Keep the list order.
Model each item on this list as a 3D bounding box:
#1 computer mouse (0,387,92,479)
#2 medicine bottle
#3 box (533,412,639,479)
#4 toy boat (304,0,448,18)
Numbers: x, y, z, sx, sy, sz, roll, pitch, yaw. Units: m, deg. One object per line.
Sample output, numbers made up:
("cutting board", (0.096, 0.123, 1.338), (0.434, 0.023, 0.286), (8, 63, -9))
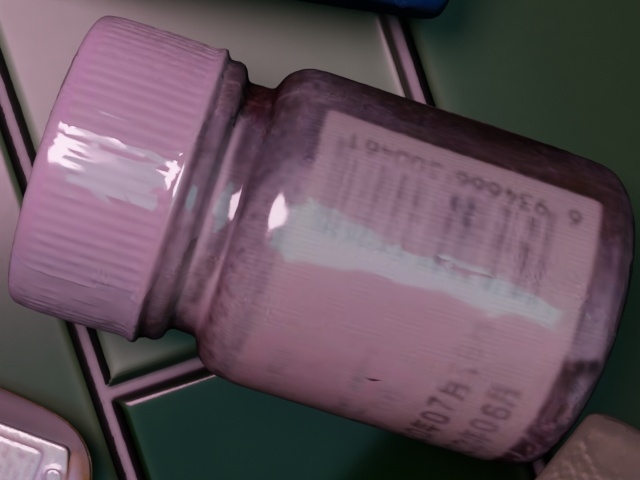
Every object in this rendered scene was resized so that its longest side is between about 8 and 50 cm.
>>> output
("computer mouse", (-0.219, 0.114, 0.622), (0.199, 0.045, 0.102), (19, 85, -1))
("medicine bottle", (0.000, 0.000, 0.588), (0.273, 0.165, 0.165), (18, 88, -4))
("box", (0.144, 0.314, 0.541), (0.344, 0.177, 0.352), (-50, 122, -6))
("toy boat", (-0.072, -0.170, 0.618), (0.299, 0.096, 0.061), (10, 98, -4))
